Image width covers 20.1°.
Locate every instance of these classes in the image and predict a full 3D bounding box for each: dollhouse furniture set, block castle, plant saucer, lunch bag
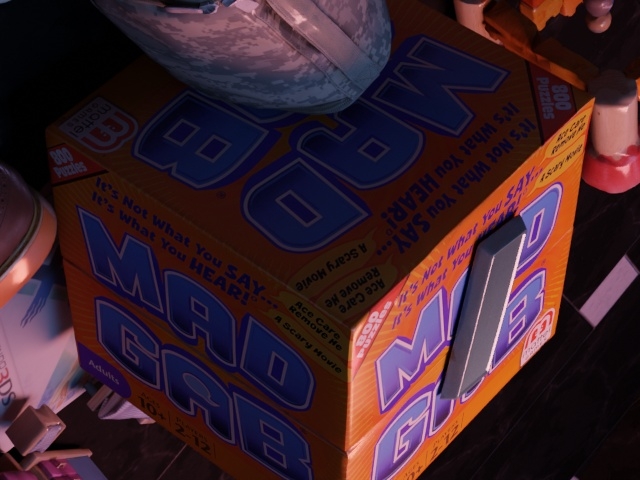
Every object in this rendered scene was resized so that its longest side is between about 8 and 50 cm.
[{"bbox_3d":[-0.176,0.224,1.944,0.303,0.198,0.286,-47,163,10],"label":"dollhouse furniture set"},{"bbox_3d":[0.385,-0.298,2.103,0.453,0.303,0.213,-43,153,-13],"label":"block castle"},{"bbox_3d":[0.150,0.066,1.645,0.067,0.018,0.192,-35,146,-41],"label":"plant saucer"},{"bbox_3d":[-0.085,-0.242,1.504,0.212,0.256,0.305,-51,153,1],"label":"lunch bag"}]

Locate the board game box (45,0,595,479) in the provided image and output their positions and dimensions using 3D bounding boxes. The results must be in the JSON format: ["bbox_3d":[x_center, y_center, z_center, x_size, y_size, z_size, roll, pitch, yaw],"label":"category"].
[{"bbox_3d":[0.000,0.000,1.741,0.356,0.356,0.356,-42,151,-31],"label":"board game box"}]

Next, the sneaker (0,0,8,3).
[{"bbox_3d":[-0.267,-0.229,1.442,0.057,0.075,0.161,-44,152,-12],"label":"sneaker"}]

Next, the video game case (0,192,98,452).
[{"bbox_3d":[-0.235,0.042,1.878,0.329,0.036,0.300,-38,151,-23],"label":"video game case"}]

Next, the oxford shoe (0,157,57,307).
[{"bbox_3d":[-0.393,0.069,1.595,0.364,0.130,0.133,-54,147,-13],"label":"oxford shoe"}]
